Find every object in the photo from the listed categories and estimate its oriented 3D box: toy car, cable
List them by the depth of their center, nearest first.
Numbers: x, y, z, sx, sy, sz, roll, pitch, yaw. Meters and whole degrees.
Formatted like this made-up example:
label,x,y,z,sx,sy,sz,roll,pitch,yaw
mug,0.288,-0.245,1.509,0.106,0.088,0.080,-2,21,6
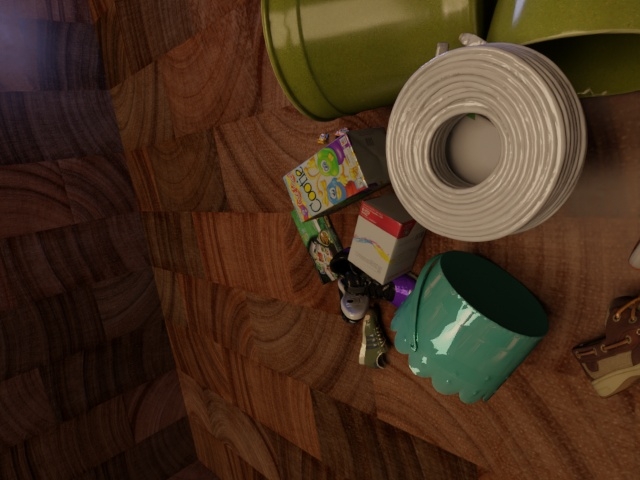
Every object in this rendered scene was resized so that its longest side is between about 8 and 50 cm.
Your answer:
label,x,y,z,sx,sy,sz,roll,pitch,yaw
cable,0.206,-0.125,0.560,0.257,0.089,0.257,37,126,33
toy car,0.033,-0.289,1.138,0.121,0.060,0.041,16,84,36

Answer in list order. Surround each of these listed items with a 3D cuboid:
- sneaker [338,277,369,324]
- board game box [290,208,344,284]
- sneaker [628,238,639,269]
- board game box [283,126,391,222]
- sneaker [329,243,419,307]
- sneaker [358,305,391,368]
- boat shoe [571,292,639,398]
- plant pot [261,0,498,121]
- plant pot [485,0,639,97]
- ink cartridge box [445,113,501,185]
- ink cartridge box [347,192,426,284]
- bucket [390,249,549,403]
label,x,y,z,sx,sy,sz,roll,pitch,yaw
sneaker,0.097,0.199,1.183,0.217,0.079,0.121,-98,1,-69
board game box,0.000,0.000,1.303,0.136,0.030,0.260,-31,81,51
sneaker,0.600,-0.051,0.573,0.180,0.124,0.321,33,137,31
board game box,0.050,-0.165,1.097,0.275,0.144,0.142,-24,87,50
sneaker,0.138,0.116,1.105,0.293,0.146,0.102,33,127,36
sneaker,0.166,0.288,1.213,0.086,0.064,0.192,15,111,27
boat shoe,0.521,0.146,0.680,0.342,0.123,0.123,85,160,-55
plant pot,0.142,-0.416,0.778,0.352,0.366,0.367,9,111,34
plant pot,0.385,-0.385,0.586,0.274,0.274,0.294,11,97,45
ink cartridge box,0.298,-0.170,0.723,0.201,0.278,0.117,43,129,28
ink cartridge box,0.167,-0.006,1.039,0.127,0.128,0.176,35,127,34
bucket,0.301,0.163,0.858,0.281,0.281,0.183,44,124,27
